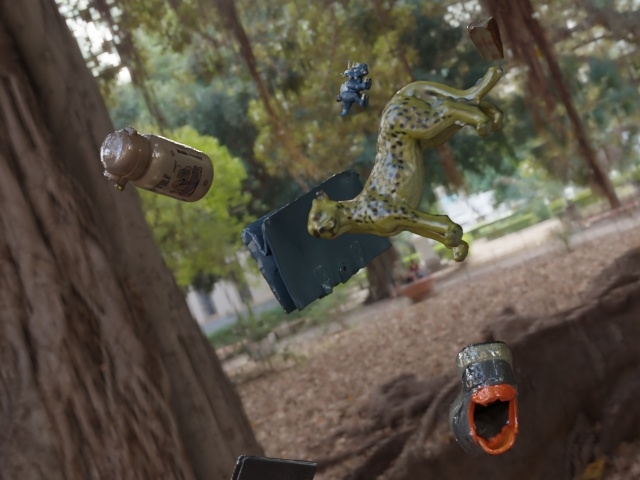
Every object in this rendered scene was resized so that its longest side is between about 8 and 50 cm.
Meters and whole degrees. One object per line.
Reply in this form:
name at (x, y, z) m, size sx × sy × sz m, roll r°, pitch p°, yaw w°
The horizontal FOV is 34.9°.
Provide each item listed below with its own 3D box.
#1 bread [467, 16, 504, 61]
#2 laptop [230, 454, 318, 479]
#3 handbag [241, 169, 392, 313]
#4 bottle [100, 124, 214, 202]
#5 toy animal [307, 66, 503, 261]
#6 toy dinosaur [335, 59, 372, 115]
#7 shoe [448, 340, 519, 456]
bread at (0.289, -0.365, 1.783) m, size 0.043 × 0.062 × 0.109 m, roll -10°, pitch -26°, yaw 24°
laptop at (-0.087, 0.409, 1.607) m, size 0.129 × 0.180 × 0.016 m, roll 9°, pitch 32°, yaw -16°
handbag at (0.000, 0.000, 1.458) m, size 0.057 × 0.144 × 0.221 m, roll -23°, pitch 7°, yaw 46°
bottle at (-0.289, -0.126, 1.758) m, size 0.097 × 0.110 × 0.209 m, roll 31°, pitch 9°, yaw 37°
toy animal at (0.075, -0.073, 0.877) m, size 0.136 × 0.181 × 0.073 m, roll 17°, pitch 6°, yaw 19°
toy dinosaur at (0.048, -0.223, 1.501) m, size 0.047 × 0.083 × 0.030 m, roll 11°, pitch 9°, yaw 17°
shoe at (0.327, 0.350, 1.952) m, size 0.132 × 0.171 × 0.336 m, roll -7°, pitch -43°, yaw -1°
